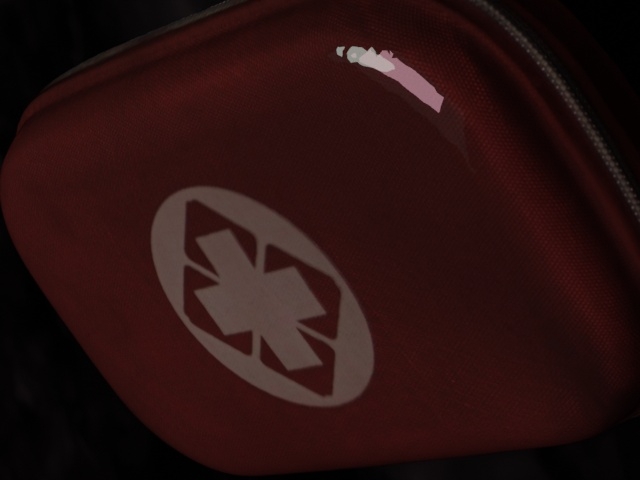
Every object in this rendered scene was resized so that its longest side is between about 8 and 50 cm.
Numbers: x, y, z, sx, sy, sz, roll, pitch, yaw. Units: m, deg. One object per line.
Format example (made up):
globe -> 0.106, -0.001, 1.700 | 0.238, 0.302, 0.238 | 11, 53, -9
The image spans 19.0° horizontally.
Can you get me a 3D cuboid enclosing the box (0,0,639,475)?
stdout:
box -> 0.000, 0.000, 0.945 | 0.404, 0.108, 0.263 | -15, 115, 50
